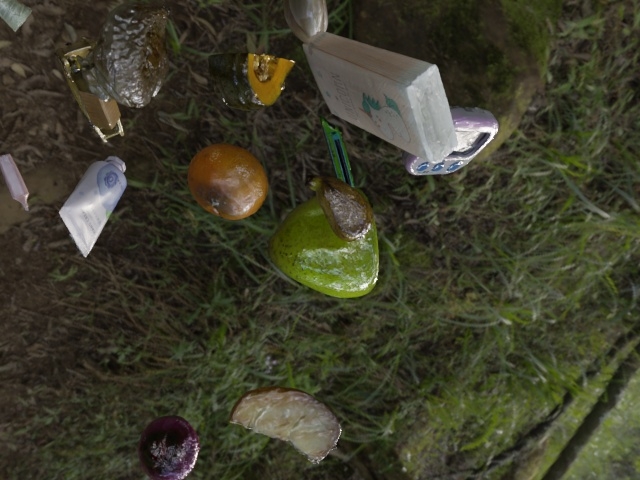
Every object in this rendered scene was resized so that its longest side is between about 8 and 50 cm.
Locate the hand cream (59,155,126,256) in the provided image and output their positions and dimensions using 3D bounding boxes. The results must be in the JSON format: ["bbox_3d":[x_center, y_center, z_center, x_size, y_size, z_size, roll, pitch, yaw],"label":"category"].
[{"bbox_3d":[-0.298,-0.057,0.721,0.084,0.053,0.142,84,10,-47],"label":"hand cream"}]

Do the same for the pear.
[{"bbox_3d":[0.000,0.000,1.611,0.317,0.343,0.238,-6,163,-7],"label":"pear"}]

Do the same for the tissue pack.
[{"bbox_3d":[0.097,-0.262,0.959,0.071,0.325,0.170,-40,132,-8],"label":"tissue pack"}]

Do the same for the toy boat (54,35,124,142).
[{"bbox_3d":[-0.677,-0.440,1.650,0.136,0.162,0.445,-29,169,-18],"label":"toy boat"}]

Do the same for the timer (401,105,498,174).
[{"bbox_3d":[0.294,-0.227,1.236,0.208,0.069,0.191,-5,150,-36],"label":"timer"}]

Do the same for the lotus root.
[{"bbox_3d":[0.043,-0.081,1.214,0.094,0.191,0.108,-21,-152,42],"label":"lotus root"}]

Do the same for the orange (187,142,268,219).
[{"bbox_3d":[-0.255,-0.154,1.467,0.224,0.224,0.170,99,14,-48],"label":"orange"}]

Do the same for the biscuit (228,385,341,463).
[{"bbox_3d":[-0.079,0.461,1.400,0.154,0.299,0.045,-60,-163,-10],"label":"biscuit"}]

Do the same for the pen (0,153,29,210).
[{"bbox_3d":[-1.037,-0.195,1.837,0.053,0.197,0.032,-20,-170,-16],"label":"pen"}]

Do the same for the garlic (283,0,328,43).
[{"bbox_3d":[-0.042,-0.744,1.613,0.279,0.132,0.325,-80,172,-56],"label":"garlic"}]

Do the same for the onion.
[{"bbox_3d":[-0.269,0.368,0.951,0.115,0.115,0.104,-43,159,-6],"label":"onion"}]

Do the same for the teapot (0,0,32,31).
[{"bbox_3d":[-0.622,-0.463,1.066,0.057,0.067,0.083,-35,130,26],"label":"teapot"}]

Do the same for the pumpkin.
[{"bbox_3d":[-0.155,-0.369,1.260,0.248,0.130,0.126,-30,118,-59],"label":"pumpkin"}]

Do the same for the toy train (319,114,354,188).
[{"bbox_3d":[0.045,-0.218,1.356,0.042,0.044,0.209,-18,117,-1],"label":"toy train"}]

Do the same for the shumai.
[{"bbox_3d":[-0.444,-0.408,1.172,0.184,0.185,0.218,-46,144,-70],"label":"shumai"}]
